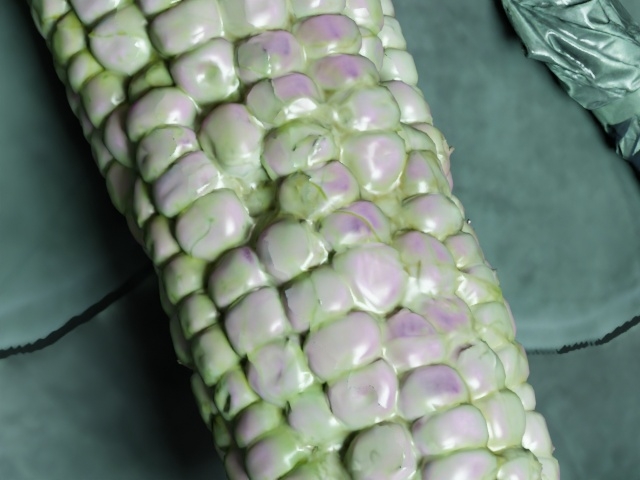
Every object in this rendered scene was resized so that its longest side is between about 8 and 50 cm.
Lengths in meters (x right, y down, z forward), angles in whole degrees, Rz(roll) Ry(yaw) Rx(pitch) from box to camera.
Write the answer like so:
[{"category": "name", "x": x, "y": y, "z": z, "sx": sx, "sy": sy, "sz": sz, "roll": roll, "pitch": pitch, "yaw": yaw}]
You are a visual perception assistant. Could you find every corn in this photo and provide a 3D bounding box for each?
[{"category": "corn", "x": -0.001, "y": -0.001, "z": 0.585, "sx": 0.127, "sy": 0.126, "sz": 0.335, "roll": -13, "pitch": 68, "yaw": -28}]

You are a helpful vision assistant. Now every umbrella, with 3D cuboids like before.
[{"category": "umbrella", "x": 0.128, "y": -0.073, "z": 0.763, "sx": 0.188, "sy": 0.046, "sz": 0.050, "roll": 50, "pitch": 31, "yaw": -22}]
